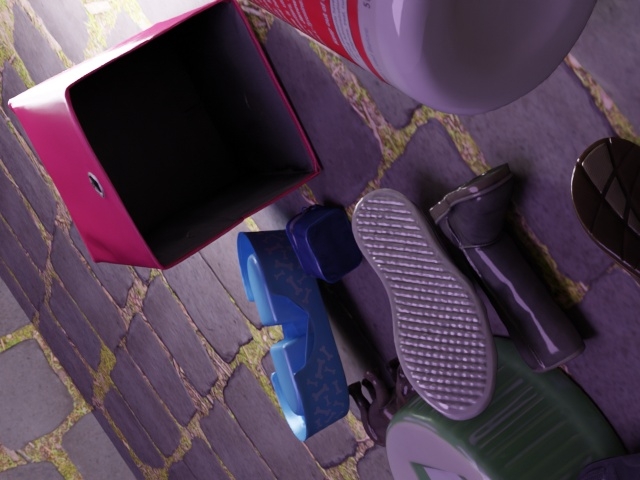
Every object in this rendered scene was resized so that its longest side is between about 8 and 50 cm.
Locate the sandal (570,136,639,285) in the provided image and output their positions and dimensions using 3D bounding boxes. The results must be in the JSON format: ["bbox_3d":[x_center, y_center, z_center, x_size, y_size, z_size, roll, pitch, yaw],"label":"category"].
[{"bbox_3d":[0.302,0.005,1.243,0.219,0.090,0.060,44,176,14],"label":"sandal"}]

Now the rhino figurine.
[{"bbox_3d":[0.104,0.209,1.869,0.106,0.073,0.243,61,160,8],"label":"rhino figurine"}]

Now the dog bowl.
[{"bbox_3d":[-0.036,0.122,1.954,0.166,0.074,0.297,156,98,-76],"label":"dog bowl"}]

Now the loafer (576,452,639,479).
[{"bbox_3d":[0.371,0.243,1.395,0.302,0.095,0.109,-21,70,61],"label":"loafer"}]

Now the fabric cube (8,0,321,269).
[{"bbox_3d":[-0.205,-0.133,1.826,0.258,0.259,0.254,3,123,62],"label":"fabric cube"}]

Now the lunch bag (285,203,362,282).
[{"bbox_3d":[0.000,0.000,1.825,0.065,0.067,0.098,11,128,59],"label":"lunch bag"}]

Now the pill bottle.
[{"bbox_3d":[0.026,-0.284,1.217,0.408,0.229,0.229,37,149,40],"label":"pill bottle"}]

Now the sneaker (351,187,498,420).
[{"bbox_3d":[0.137,0.083,1.555,0.161,0.102,0.282,48,-160,-55],"label":"sneaker"}]

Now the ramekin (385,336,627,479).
[{"bbox_3d":[0.211,0.276,1.644,0.303,0.148,0.303,44,153,29],"label":"ramekin"}]

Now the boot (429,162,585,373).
[{"bbox_3d":[0.200,0.034,1.463,0.208,0.076,0.189,63,172,6],"label":"boot"}]
